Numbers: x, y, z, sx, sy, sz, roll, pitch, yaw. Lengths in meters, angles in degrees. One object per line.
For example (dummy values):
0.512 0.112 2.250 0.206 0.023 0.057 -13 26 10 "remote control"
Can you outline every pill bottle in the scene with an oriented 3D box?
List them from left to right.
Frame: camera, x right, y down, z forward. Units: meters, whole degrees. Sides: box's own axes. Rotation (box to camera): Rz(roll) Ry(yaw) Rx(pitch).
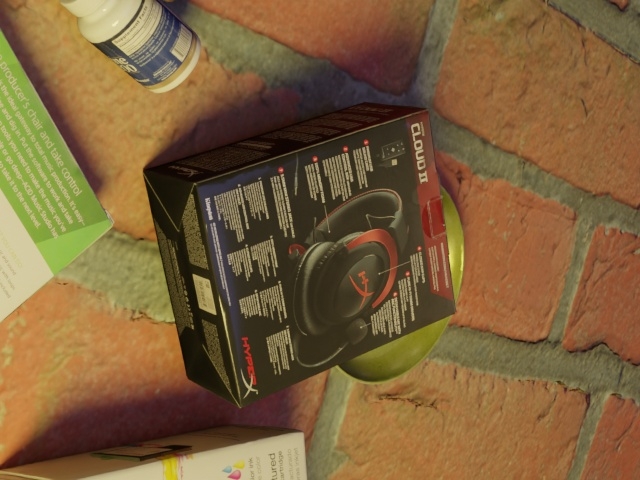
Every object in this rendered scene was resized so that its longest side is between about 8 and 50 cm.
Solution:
-0.162 -0.183 0.999 0.120 0.067 0.067 40 73 -43 "pill bottle"

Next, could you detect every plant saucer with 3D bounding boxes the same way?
0.070 0.039 1.312 0.241 0.037 0.241 -15 112 -42 "plant saucer"

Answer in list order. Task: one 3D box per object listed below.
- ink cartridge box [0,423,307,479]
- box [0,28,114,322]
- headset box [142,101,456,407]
-0.144 0.290 1.081 0.278 0.117 0.201 -3 89 -44 "ink cartridge box"
-0.331 -0.006 0.889 0.322 0.058 0.232 -43 128 -27 "box"
0.000 0.000 1.140 0.293 0.110 0.218 -21 111 -30 "headset box"
